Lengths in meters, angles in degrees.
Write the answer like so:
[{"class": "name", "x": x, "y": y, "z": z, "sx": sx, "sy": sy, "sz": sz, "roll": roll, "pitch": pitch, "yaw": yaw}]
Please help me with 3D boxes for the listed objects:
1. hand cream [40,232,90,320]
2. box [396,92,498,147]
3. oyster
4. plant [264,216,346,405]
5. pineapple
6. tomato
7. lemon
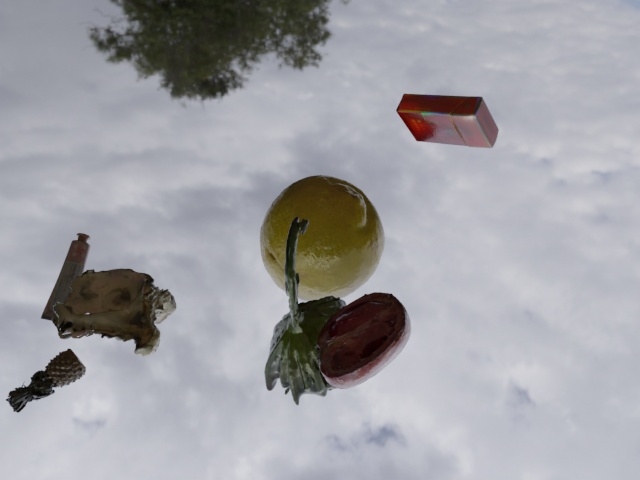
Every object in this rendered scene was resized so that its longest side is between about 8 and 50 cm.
[{"class": "hand cream", "x": -0.571, "y": 0.084, "z": 1.478, "sx": 0.067, "sy": 0.043, "sz": 0.209, "roll": 13, "pitch": -110, "yaw": -9}, {"class": "box", "x": 0.250, "y": -0.235, "z": 1.280, "sx": 0.175, "sy": 0.112, "sz": 0.048, "roll": 12, "pitch": -110, "yaw": 39}, {"class": "oyster", "x": -0.277, "y": 0.108, "z": 0.891, "sx": 0.163, "sy": 0.081, "sz": 0.191, "roll": -20, "pitch": -148, "yaw": -18}, {"class": "plant", "x": -0.062, "y": 0.149, "z": 1.228, "sx": 0.180, "sy": 0.333, "sz": 0.251, "roll": -3, "pitch": -128, "yaw": 30}, {"class": "pineapple", "x": -0.573, "y": 0.294, "z": 1.352, "sx": 0.159, "sy": 0.074, "sz": 0.074, "roll": -36, "pitch": -137, "yaw": -23}, {"class": "tomato", "x": 0.084, "y": 0.182, "z": 1.106, "sx": 0.173, "sy": 0.099, "sz": 0.189, "roll": -28, "pitch": -153, "yaw": 10}, {"class": "lemon", "x": 0.000, "y": 0.000, "z": 1.696, "sx": 0.348, "sy": 0.348, "sz": 0.348, "roll": -2, "pitch": -148, "yaw": 1}]
